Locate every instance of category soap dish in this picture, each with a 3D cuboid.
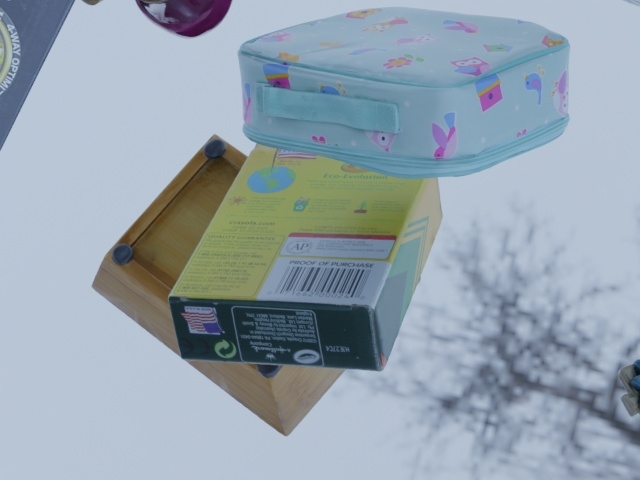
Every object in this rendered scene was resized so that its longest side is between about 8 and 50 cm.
[{"bbox_3d":[-0.075,0.036,1.986,0.229,0.291,0.118,-49,-22,-15],"label":"soap dish"}]

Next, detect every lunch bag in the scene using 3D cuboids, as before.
[{"bbox_3d":[0.068,-0.135,1.685,0.224,0.279,0.108,-27,-60,-44],"label":"lunch bag"}]

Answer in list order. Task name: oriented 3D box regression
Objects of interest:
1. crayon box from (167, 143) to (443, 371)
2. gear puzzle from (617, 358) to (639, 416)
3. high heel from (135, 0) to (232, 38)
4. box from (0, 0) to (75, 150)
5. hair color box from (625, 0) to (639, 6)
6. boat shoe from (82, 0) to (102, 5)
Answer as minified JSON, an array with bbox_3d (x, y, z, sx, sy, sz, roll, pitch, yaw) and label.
[{"bbox_3d":[0.000,0.000,1.813,0.318,0.202,0.081,-64,-30,-51],"label":"crayon box"},{"bbox_3d":[0.448,0.253,1.926,0.175,0.339,0.044,-15,-21,-37],"label":"gear puzzle"},{"bbox_3d":[-0.115,-0.370,1.624,0.181,0.127,0.377,23,-103,-81],"label":"high heel"},{"bbox_3d":[-0.256,-0.082,1.140,0.395,0.097,0.318,-63,16,7],"label":"box"},{"bbox_3d":[0.313,-0.185,1.277,0.339,0.185,0.110,14,-83,-27],"label":"hair color box"},{"bbox_3d":[-0.203,-0.311,1.793,0.059,0.063,0.170,-19,-51,-43],"label":"boat shoe"}]
